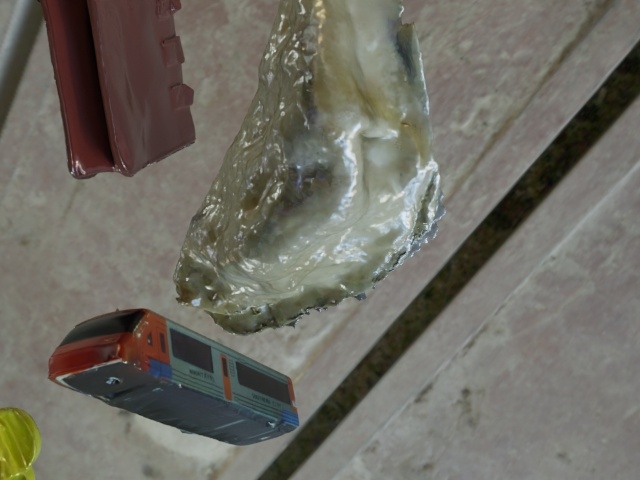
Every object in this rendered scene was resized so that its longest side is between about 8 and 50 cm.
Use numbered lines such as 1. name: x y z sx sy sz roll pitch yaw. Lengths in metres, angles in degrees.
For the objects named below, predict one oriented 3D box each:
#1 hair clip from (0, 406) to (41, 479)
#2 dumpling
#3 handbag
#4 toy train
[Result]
1. hair clip: -0.241 0.159 0.649 0.173 0.046 0.072 -35 85 10
2. dumpling: -0.008 -0.034 0.701 0.166 0.086 0.332 33 127 16
3. handbag: -0.234 -0.216 1.270 0.084 0.275 0.260 -4 107 14
4. toy train: -0.138 0.141 1.090 0.086 0.409 0.089 -15 67 16
